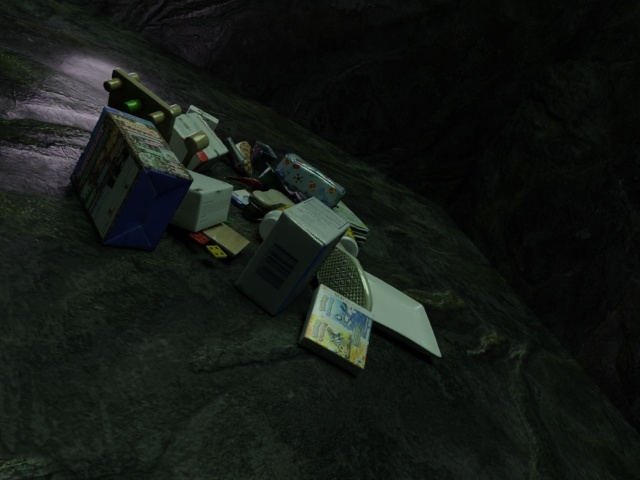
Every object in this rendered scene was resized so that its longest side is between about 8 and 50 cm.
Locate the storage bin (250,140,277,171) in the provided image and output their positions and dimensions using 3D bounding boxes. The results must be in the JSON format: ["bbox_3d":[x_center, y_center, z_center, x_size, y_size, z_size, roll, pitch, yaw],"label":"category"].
[{"bbox_3d":[-0.277,-0.389,2.434,0.098,0.091,0.135,19,23,-37],"label":"storage bin"}]

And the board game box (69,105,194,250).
[{"bbox_3d":[-0.487,-0.156,1.329,0.141,0.232,0.291,12,29,-49],"label":"board game box"}]

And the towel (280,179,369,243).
[{"bbox_3d":[0.018,-0.138,2.323,0.320,0.090,0.374,20,22,-44],"label":"towel"}]

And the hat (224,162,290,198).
[{"bbox_3d":[-0.255,-0.208,2.151,0.208,0.183,0.173,56,-6,-2],"label":"hat"}]

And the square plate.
[{"bbox_3d":[0.242,0.247,1.835,0.347,0.049,0.344,30,19,-12],"label":"square plate"}]

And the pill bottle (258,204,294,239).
[{"bbox_3d":[-0.137,-0.055,1.829,0.117,0.117,0.208,37,20,6],"label":"pill bottle"}]

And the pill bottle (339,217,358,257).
[{"bbox_3d":[0.067,-0.007,1.983,0.119,0.119,0.208,27,21,-21],"label":"pill bottle"}]

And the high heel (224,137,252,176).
[{"bbox_3d":[-0.332,-0.347,2.314,0.186,0.093,0.261,60,10,5],"label":"high heel"}]

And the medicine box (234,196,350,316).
[{"bbox_3d":[-0.071,0.036,1.499,0.149,0.263,0.289,37,20,7],"label":"medicine box"}]

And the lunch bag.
[{"bbox_3d":[-0.033,-0.240,2.152,0.303,0.115,0.243,36,10,-2],"label":"lunch bag"}]

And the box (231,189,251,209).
[{"bbox_3d":[-0.290,-0.153,1.953,0.081,0.028,0.136,39,22,11],"label":"box"}]

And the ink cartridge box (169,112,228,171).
[{"bbox_3d":[-0.479,-0.352,1.913,0.197,0.114,0.273,51,19,-7],"label":"ink cartridge box"}]

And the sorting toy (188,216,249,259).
[{"bbox_3d":[-0.295,0.004,1.541,0.132,0.046,0.274,34,19,0],"label":"sorting toy"}]

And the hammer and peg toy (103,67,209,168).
[{"bbox_3d":[-0.547,-0.342,1.677,0.361,0.266,0.127,38,41,8],"label":"hammer and peg toy"}]

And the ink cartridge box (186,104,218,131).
[{"bbox_3d":[-0.534,-0.518,2.312,0.135,0.099,0.056,26,22,-19],"label":"ink cartridge box"}]

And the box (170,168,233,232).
[{"bbox_3d":[-0.380,-0.121,1.513,0.182,0.119,0.181,20,18,14],"label":"box"}]

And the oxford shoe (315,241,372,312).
[{"bbox_3d":[0.056,0.105,1.723,0.130,0.169,0.449,37,11,-43],"label":"oxford shoe"}]

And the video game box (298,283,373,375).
[{"bbox_3d":[0.048,0.241,1.443,0.187,0.048,0.205,29,40,-9],"label":"video game box"}]

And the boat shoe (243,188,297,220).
[{"bbox_3d":[-0.192,-0.127,1.985,0.112,0.095,0.335,43,15,14],"label":"boat shoe"}]
